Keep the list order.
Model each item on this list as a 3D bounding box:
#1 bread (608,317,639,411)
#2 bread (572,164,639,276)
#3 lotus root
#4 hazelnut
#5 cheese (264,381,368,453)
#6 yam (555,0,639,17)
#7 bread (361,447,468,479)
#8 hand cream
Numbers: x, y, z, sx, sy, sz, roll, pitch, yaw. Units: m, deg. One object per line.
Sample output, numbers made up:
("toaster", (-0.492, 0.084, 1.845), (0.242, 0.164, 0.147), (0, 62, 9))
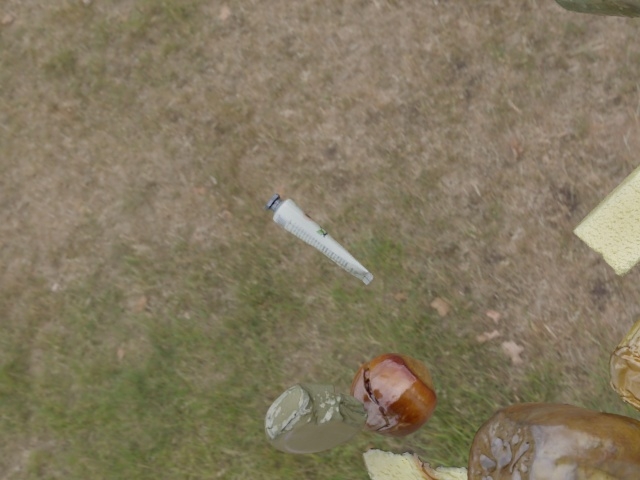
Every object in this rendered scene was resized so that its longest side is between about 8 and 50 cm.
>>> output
("bread", (0.612, 0.228, 1.564), (0.139, 0.240, 0.240), (-25, 54, -25))
("bread", (0.553, -0.041, 1.607), (0.125, 0.068, 0.188), (47, 117, 12))
("lotus root", (0.349, 0.387, 1.421), (0.316, 0.250, 0.316), (-39, 38, 39))
("hazelnut", (0.149, 0.319, 1.927), (0.182, 0.182, 0.182), (-9, 66, 22))
("cheese", (-0.005, 0.338, 1.758), (0.175, 0.202, 0.091), (-50, 46, 36))
("yam", (0.230, -0.182, 0.631), (0.068, 0.068, 0.169), (-52, 28, -2))
("bread", (0.280, 0.575, 1.664), (0.346, 0.405, 0.242), (-21, 36, 48))
("hand cream", (0.000, 0.000, 1.661), (0.234, 0.080, 0.050), (39, 77, 4))
